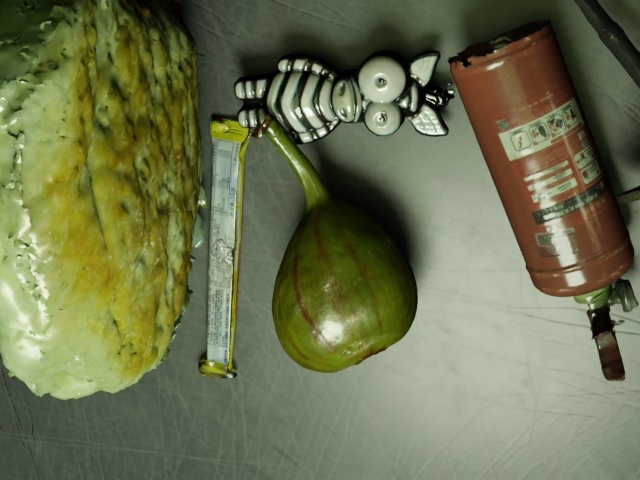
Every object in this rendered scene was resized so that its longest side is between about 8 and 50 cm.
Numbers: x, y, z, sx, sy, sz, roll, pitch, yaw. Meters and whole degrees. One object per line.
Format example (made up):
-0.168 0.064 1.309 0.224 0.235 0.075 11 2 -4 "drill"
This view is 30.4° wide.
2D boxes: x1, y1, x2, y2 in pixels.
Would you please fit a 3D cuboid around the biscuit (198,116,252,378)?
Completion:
-0.105 0.014 1.260 0.048 0.026 0.291 9 108 13 "biscuit"

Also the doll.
0.023 -0.141 1.163 0.220 0.067 0.091 -2 105 11 "doll"

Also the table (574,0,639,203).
0.367 -0.206 1.005 0.317 0.317 0.249 -23 88 18 "table"

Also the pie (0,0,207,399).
-0.215 -0.061 1.053 0.181 0.418 0.395 0 109 6 "pie"

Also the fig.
0.000 0.000 1.187 0.151 0.151 0.259 -23 84 18 "fig"

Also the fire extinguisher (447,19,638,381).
0.224 -0.031 1.111 0.107 0.147 0.336 -20 101 19 "fire extinguisher"
